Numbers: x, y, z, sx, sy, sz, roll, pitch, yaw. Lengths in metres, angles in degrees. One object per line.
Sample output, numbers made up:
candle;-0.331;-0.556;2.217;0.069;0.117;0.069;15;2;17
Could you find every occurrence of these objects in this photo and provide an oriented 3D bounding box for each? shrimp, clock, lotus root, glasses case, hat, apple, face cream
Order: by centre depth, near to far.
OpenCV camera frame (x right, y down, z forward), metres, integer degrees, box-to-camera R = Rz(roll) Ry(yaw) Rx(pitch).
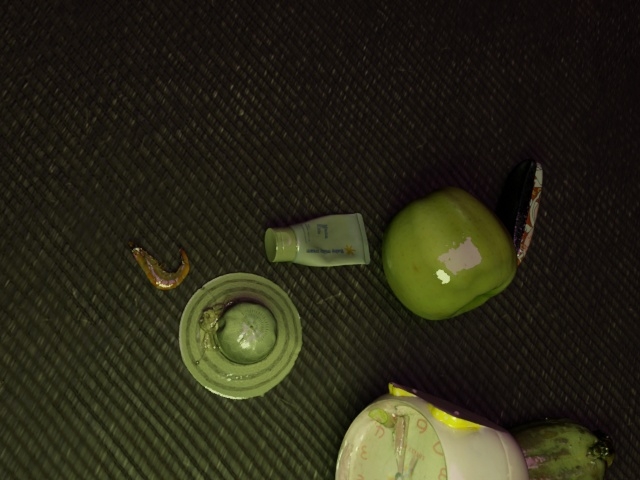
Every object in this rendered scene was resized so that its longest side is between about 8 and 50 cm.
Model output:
clock;0.185;0.469;1.161;0.250;0.368;0.377;21;88;-37
hat;-0.141;0.173;1.256;0.251;0.110;0.252;4;74;-14
shrimp;-0.315;0.036;1.291;0.127;0.025;0.091;43;69;-5
lotus root;0.425;0.441;1.314;0.309;0.173;0.173;-5;77;-15
apple;0.254;0.028;1.342;0.278;0.279;0.279;4;75;-14
face cream;0.000;0.000;1.371;0.223;0.070;0.114;-4;76;-25
glasses case;0.436;-0.058;1.475;0.067;0.103;0.267;22;72;-11
